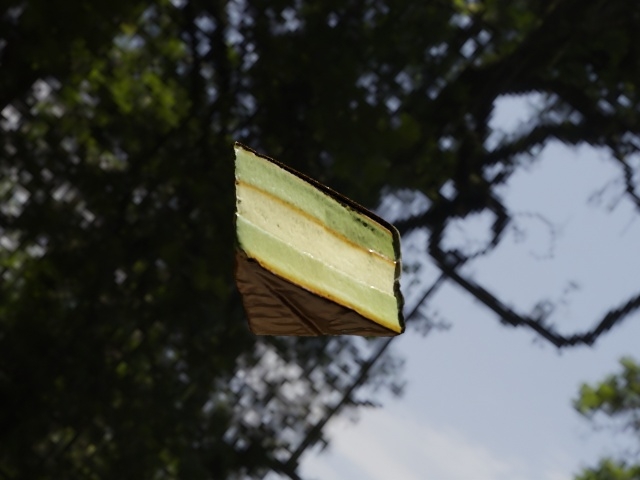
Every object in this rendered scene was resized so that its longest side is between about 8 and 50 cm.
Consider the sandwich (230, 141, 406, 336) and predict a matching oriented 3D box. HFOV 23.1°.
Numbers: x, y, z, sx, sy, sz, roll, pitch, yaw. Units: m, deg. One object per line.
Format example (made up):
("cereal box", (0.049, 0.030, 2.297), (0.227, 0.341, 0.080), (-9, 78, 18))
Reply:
("sandwich", (0.000, 0.000, 1.354), (0.144, 0.117, 0.187), (-4, -25, 2))
